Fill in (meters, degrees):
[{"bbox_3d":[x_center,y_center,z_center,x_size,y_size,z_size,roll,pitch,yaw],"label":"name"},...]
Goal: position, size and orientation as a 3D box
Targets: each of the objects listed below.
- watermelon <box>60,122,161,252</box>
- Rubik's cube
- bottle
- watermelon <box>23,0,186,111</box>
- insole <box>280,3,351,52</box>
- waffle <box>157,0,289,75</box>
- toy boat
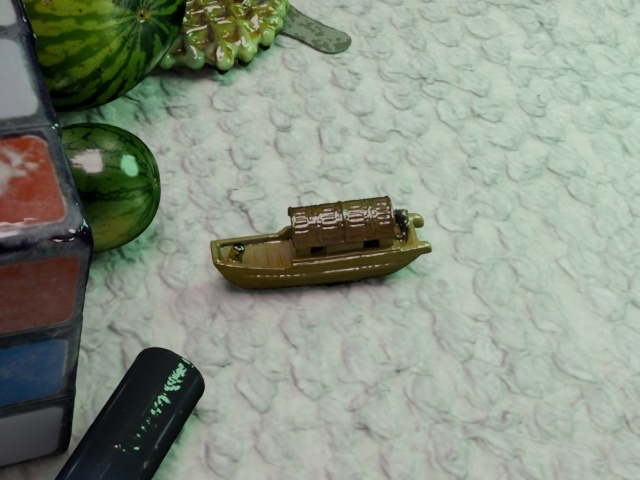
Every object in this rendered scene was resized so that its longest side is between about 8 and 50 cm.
[{"bbox_3d":[-0.262,-0.054,1.369,0.187,0.141,0.141,-4,41,6],"label":"watermelon"},{"bbox_3d":[-0.408,-0.001,1.087,0.362,0.363,0.359,-10,54,-27],"label":"Rubik's cube"},{"bbox_3d":[-0.180,0.200,1.129,0.082,0.072,0.244,28,46,4],"label":"bottle"},{"bbox_3d":[-0.308,-0.293,1.532,0.285,0.285,0.285,-1,41,1],"label":"watermelon"},{"bbox_3d":[-0.039,-0.288,1.729,0.193,0.006,0.065,29,50,29],"label":"insole"},{"bbox_3d":[-0.150,-0.290,1.693,0.204,0.054,0.223,17,47,21],"label":"waffle"},{"bbox_3d":[0.000,0.000,1.340,0.226,0.088,0.068,-6,42,-7],"label":"toy boat"}]
